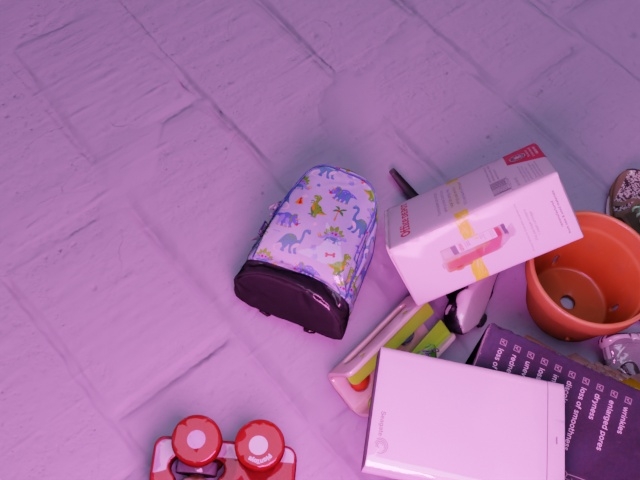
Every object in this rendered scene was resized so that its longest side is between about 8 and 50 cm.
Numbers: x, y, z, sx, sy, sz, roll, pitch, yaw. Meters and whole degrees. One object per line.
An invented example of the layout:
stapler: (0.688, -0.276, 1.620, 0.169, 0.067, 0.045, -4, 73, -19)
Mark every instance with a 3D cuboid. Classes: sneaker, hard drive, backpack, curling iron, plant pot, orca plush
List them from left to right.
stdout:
backpack: (0.000, 0.000, 1.955, 0.290, 0.273, 0.355, 23, 50, 15)
curling iron: (0.269, -0.082, 2.122, 0.068, 0.035, 0.274, -37, 71, -26)
orca plush: (0.339, 0.103, 1.992, 0.102, 0.151, 0.287, 4, 57, 34)
hard drive: (0.263, 0.336, 1.530, 0.353, 0.047, 0.233, 11, 57, -1)
plant pot: (0.596, 0.105, 1.951, 0.290, 0.203, 0.291, 2, 61, -4)
sneaker: (0.757, 0.277, 1.950, 0.228, 0.086, 0.132, -4, 73, -4)
sneaker: (0.806, -0.016, 2.046, 0.158, 0.182, 0.410, 2, 61, -3)

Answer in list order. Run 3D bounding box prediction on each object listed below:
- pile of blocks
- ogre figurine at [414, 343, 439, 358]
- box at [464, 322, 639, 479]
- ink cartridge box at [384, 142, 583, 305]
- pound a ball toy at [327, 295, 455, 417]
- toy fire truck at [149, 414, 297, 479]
pile of blocks: (0.572, 0.332, 1.868, 0.362, 0.113, 0.149, 18, 24, 11)
ogre figurine: (0.193, 0.321, 1.758, 0.118, 0.197, 0.097, 0, 25, -40)
box: (0.437, 0.500, 1.651, 0.471, 0.297, 0.480, 24, 58, 9)
ink cartridge box: (0.349, -0.041, 1.885, 0.384, 0.279, 0.160, -24, 107, 12)
pound a ball toy: (0.159, 0.299, 1.870, 0.319, 0.135, 0.208, -42, 102, -26)
toy fire truck: (-0.193, 0.496, 1.695, 0.302, 0.169, 0.254, 4, 65, -1)
